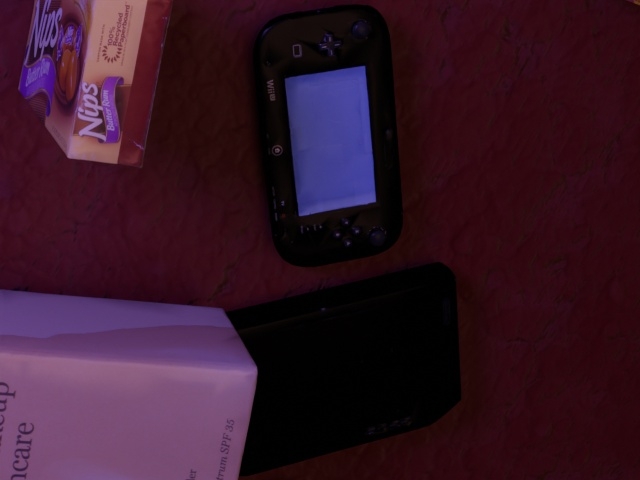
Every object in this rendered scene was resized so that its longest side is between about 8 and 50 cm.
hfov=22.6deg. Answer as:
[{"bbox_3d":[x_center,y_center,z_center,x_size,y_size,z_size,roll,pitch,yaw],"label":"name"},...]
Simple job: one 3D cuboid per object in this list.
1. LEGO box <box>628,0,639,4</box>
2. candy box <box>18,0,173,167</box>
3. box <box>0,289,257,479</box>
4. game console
[{"bbox_3d":[0.319,-0.462,1.128,0.372,0.193,0.500,-30,118,-12],"label":"LEGO box"},{"bbox_3d":[-0.149,-0.125,1.040,0.053,0.187,0.109,6,106,-23],"label":"candy box"},{"bbox_3d":[-0.215,0.118,1.116,0.311,0.121,0.148,4,108,-18],"label":"box"},{"bbox_3d":[0.000,0.000,1.237,0.213,0.044,0.361,-14,113,-20],"label":"game console"}]
